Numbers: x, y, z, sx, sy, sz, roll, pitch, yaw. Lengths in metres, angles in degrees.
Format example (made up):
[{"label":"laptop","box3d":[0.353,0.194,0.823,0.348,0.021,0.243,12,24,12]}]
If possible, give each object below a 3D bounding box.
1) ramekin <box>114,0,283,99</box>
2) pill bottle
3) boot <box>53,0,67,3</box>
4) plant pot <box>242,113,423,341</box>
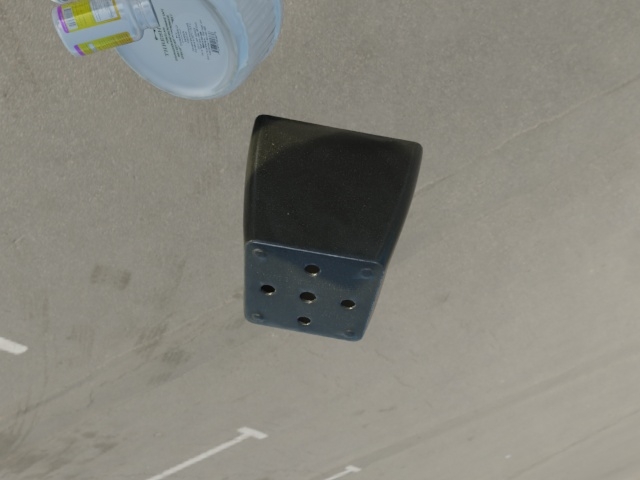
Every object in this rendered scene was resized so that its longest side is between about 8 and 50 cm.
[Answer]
[{"label":"ramekin","box3d":[-0.157,-0.268,0.526,0.208,0.108,0.207,11,147,7]},{"label":"pill bottle","box3d":[-0.194,-0.201,0.408,0.084,0.043,0.043,-18,138,-5]},{"label":"boot","box3d":[-0.352,-0.444,0.657,0.086,0.069,0.189,17,112,-4]},{"label":"plant pot","box3d":[0.000,0.000,0.487,0.188,0.166,0.187,10,135,0]}]
